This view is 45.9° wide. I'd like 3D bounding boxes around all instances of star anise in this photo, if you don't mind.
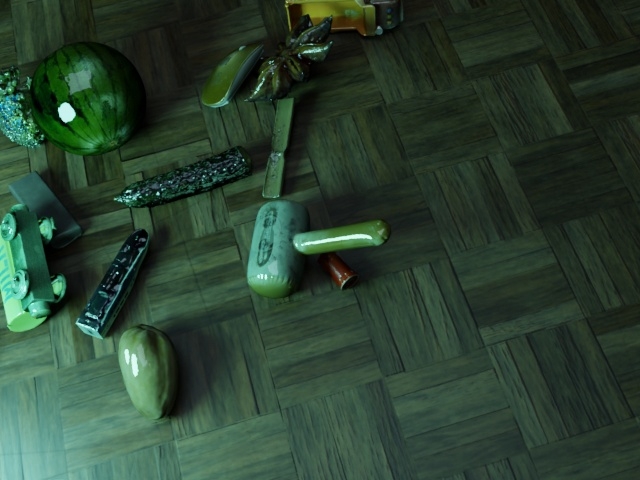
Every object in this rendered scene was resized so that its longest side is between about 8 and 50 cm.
[{"bbox_3d":[-0.052,-0.384,1.678,0.272,0.102,0.272,-30,38,27],"label":"star anise"}]

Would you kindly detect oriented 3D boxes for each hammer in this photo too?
[{"bbox_3d":[0.000,0.000,1.431,0.306,0.113,0.201,-11,61,32],"label":"hammer"}]

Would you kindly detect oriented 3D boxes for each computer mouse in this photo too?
[{"bbox_3d":[-0.201,-0.386,1.720,0.102,0.045,0.199,6,58,45],"label":"computer mouse"}]

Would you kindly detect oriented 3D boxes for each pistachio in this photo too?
[{"bbox_3d":[-0.318,0.239,1.392,0.126,0.108,0.185,-28,69,20],"label":"pistachio"}]

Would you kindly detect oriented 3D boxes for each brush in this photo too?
[{"bbox_3d":[-0.085,-0.199,1.637,0.043,0.036,0.247,-1,66,17],"label":"brush"}]

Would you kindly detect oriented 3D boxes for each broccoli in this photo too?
[{"bbox_3d":[-0.654,-0.300,1.683,0.160,0.154,0.167,-21,60,-30],"label":"broccoli"}]

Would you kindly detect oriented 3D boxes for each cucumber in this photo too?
[{"bbox_3d":[-0.288,-0.125,1.596,0.300,0.072,0.072,-19,63,-3],"label":"cucumber"}]

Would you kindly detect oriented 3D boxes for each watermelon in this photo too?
[{"bbox_3d":[-0.495,-0.303,1.613,0.243,0.242,0.242,-2,63,4],"label":"watermelon"}]

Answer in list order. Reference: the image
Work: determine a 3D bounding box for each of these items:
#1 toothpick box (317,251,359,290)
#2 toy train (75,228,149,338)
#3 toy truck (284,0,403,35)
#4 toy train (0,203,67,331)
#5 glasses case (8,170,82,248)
[{"bbox_3d":[0.033,0.055,1.490,0.047,0.047,0.083,-36,65,-13],"label":"toothpick box"},{"bbox_3d":[-0.402,0.082,1.509,0.052,0.051,0.233,17,62,13],"label":"toy train"},{"bbox_3d":[0.057,-0.553,1.765,0.271,0.114,0.135,-2,59,4],"label":"toy truck"},{"bbox_3d":[-0.593,0.057,1.499,0.157,0.105,0.253,-39,61,32],"label":"toy train"},{"bbox_3d":[-0.584,-0.066,1.604,0.072,0.042,0.190,-36,65,-18],"label":"glasses case"}]
